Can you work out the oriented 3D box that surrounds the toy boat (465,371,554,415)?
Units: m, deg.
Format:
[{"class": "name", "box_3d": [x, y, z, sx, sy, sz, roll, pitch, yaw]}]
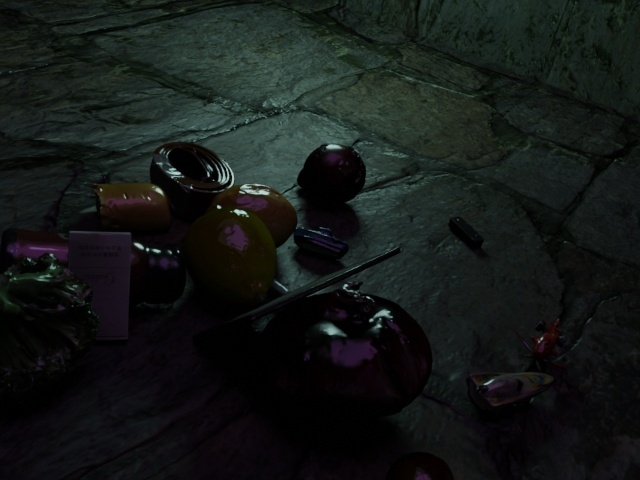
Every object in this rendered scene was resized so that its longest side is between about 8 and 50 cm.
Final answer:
[{"class": "toy boat", "box_3d": [0.369, 0.282, 1.472, 0.210, 0.066, 0.084, -6, 38, -30]}]

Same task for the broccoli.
[{"class": "broccoli", "box_3d": [-0.498, 0.134, 1.242, 0.269, 0.241, 0.261, -22, 59, -2]}]

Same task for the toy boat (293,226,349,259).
[{"class": "toy boat", "box_3d": [0.000, 0.000, 1.785, 0.137, 0.060, 0.061, 14, 50, 12]}]

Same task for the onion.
[{"class": "onion", "box_3d": [0.036, 0.185, 1.338, 0.314, 0.232, 0.314, -5, 19, 2]}]

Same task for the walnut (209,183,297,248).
[{"class": "walnut", "box_3d": [-0.150, -0.048, 1.717, 0.206, 0.159, 0.159, 5, 32, -25]}]

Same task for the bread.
[{"class": "bread", "box_3d": [-0.422, -0.080, 1.729, 0.173, 0.085, 0.134, -4, 36, -25]}]

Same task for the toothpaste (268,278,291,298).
[{"class": "toothpaste", "box_3d": [-0.120, 0.084, 1.636, 0.204, 0.031, 0.049, 35, 34, 33]}]

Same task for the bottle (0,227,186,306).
[{"class": "bottle", "box_3d": [-0.424, 0.057, 1.454, 0.336, 0.144, 0.144, 3, 33, -17]}]

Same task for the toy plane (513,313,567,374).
[{"class": "toy plane", "box_3d": [0.490, 0.211, 1.631, 0.194, 0.077, 0.126, -6, 44, -44]}]

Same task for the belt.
[{"class": "belt", "box_3d": [-0.313, -0.147, 1.860, 0.184, 0.105, 0.261, -7, 37, -26]}]

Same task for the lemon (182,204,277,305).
[{"class": "lemon", "box_3d": [-0.178, 0.037, 1.549, 0.184, 0.184, 0.248, -8, 55, -31]}]

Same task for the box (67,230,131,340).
[{"class": "box", "box_3d": [-0.398, 0.082, 1.381, 0.109, 0.198, 0.029, 1, 8, -19]}]

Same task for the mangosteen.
[{"class": "mangosteen", "box_3d": [0.028, -0.176, 2.001, 0.166, 0.166, 0.180, -6, 12, -29]}]

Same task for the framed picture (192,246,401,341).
[{"class": "framed picture", "box_3d": [-0.046, 0.101, 1.435, 0.347, 0.265, 0.016, -23, 89, -35]}]

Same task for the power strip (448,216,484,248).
[{"class": "power strip", "box_3d": [0.375, -0.021, 1.991, 0.038, 0.029, 0.111, -6, 39, -30]}]

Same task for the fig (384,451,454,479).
[{"class": "fig", "box_3d": [0.152, 0.394, 1.176, 0.109, 0.103, 0.155, -7, 22, 9]}]
